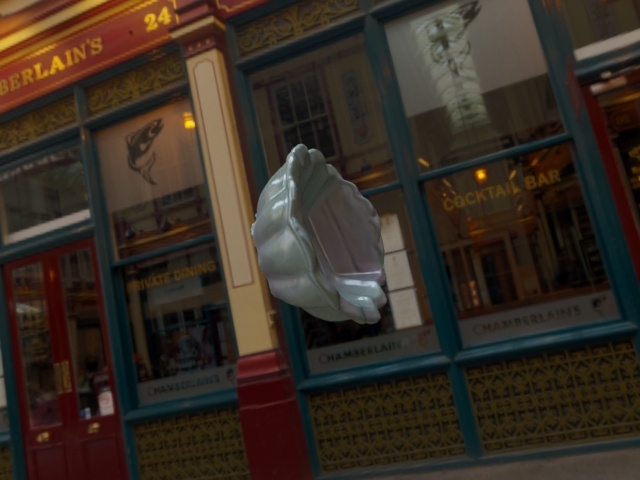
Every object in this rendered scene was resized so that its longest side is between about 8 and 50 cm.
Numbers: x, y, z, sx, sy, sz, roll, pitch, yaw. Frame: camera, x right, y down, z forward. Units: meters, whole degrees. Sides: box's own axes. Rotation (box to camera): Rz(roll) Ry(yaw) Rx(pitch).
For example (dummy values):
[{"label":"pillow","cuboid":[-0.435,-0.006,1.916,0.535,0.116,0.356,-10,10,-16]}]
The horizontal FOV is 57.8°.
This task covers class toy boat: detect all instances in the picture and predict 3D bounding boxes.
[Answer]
[{"label":"toy boat","cuboid":[0.000,0.000,0.644,0.100,0.199,0.290,-21,0,20]}]
